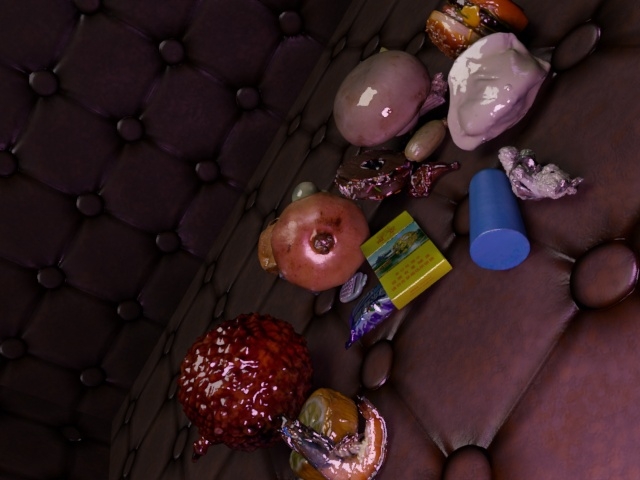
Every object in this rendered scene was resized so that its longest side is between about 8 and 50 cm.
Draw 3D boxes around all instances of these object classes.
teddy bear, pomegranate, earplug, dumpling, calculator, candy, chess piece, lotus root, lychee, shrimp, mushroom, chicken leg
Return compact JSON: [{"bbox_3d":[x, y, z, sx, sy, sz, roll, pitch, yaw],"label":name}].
[{"bbox_3d":[0.492,-0.135,1.385,0.213,0.133,0.111,50,131,51],"label":"teddy bear"},{"bbox_3d":[0.000,0.000,1.980,0.338,0.338,0.338,-46,28,33],"label":"pomegranate"},{"bbox_3d":[0.419,-0.071,1.461,0.132,0.132,0.273,-43,26,38],"label":"earplug"},{"bbox_3d":[0.451,-0.409,1.629,0.318,0.243,0.187,-44,-3,13],"label":"dumpling"},{"bbox_3d":[0.108,0.154,1.986,0.153,0.021,0.095,-35,35,48],"label":"calculator"},{"bbox_3d":[0.160,0.195,1.774,0.275,0.070,0.145,-48,20,24],"label":"candy"},{"bbox_3d":[0.011,-0.122,2.200,0.144,0.251,0.144,-45,28,33],"label":"chess piece"},{"bbox_3d":[0.342,-0.327,1.927,0.183,0.077,0.090,-46,27,-3],"label":"lotus root"},{"bbox_3d":[0.004,0.534,1.663,0.260,0.118,0.260,-49,24,31],"label":"candy"},{"bbox_3d":[-0.243,0.457,1.864,0.500,0.425,0.424,-50,17,-25],"label":"lychee"},{"bbox_3d":[0.035,0.476,1.515,0.222,0.290,0.054,-62,-18,-5],"label":"shrimp"},{"bbox_3d":[0.222,-0.463,2.056,0.362,0.294,0.362,-34,33,26],"label":"mushroom"},{"bbox_3d":[0.339,-0.197,1.860,0.205,0.053,0.093,-51,48,41],"label":"chicken leg"}]

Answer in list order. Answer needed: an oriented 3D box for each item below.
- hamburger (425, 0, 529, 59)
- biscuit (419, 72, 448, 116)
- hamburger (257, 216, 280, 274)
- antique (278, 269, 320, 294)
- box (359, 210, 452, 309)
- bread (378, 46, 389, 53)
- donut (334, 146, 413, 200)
[{"bbox_3d":[0.466,-0.640,1.819,0.225,0.290,0.291,-57,23,18],"label":"hamburger"},{"bbox_3d":[0.356,-0.490,2.136,0.239,0.061,0.108,-26,44,56],"label":"biscuit"},{"bbox_3d":[-0.107,0.025,2.342,0.261,0.211,0.245,-63,30,13],"label":"hamburger"},{"bbox_3d":[-0.061,0.109,2.184,0.088,0.183,0.086,-46,27,31],"label":"antique"},{"bbox_3d":[0.237,0.046,1.745,0.187,0.047,0.335,-40,27,8],"label":"box"},{"bbox_3d":[0.278,-0.587,2.393,0.264,0.198,0.236,-61,-11,0],"label":"bread"},{"bbox_3d":[0.180,-0.218,2.003,0.269,0.103,0.270,-12,29,7],"label":"donut"}]
